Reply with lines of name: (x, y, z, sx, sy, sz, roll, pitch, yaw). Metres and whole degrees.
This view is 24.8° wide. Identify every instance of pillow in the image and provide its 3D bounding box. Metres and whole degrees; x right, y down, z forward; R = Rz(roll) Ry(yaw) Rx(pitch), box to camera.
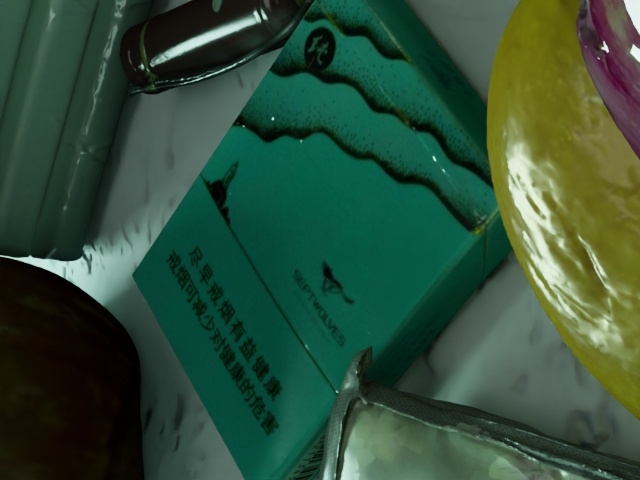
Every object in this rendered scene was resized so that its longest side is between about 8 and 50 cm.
pillow: (0.094, 0.150, 0.629, 0.255, 0.059, 0.169, 15, 100, 43)

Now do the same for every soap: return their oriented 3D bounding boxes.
soap: (-0.189, -0.114, 0.856, 0.094, 0.150, 0.261, 38, 115, 45)

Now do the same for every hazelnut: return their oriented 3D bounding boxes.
hazelnut: (-0.207, 0.123, 0.829, 0.218, 0.218, 0.233, 24, 104, 43)

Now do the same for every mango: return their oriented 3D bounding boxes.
mango: (0.167, 0.000, 0.519, 0.176, 0.119, 0.317, -48, 62, 23)

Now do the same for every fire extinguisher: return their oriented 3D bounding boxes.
fire extinguisher: (-0.047, -0.116, 0.786, 0.158, 0.043, 0.064, -13, 45, 45)

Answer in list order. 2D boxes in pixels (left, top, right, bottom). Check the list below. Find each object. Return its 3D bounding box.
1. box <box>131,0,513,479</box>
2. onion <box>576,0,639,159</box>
box: (0.000, 0.000, 0.737, 0.226, 0.042, 0.161, -53, 55, 30)
onion: (0.171, -0.071, 0.375, 0.200, 0.200, 0.207, -44, 72, 35)
